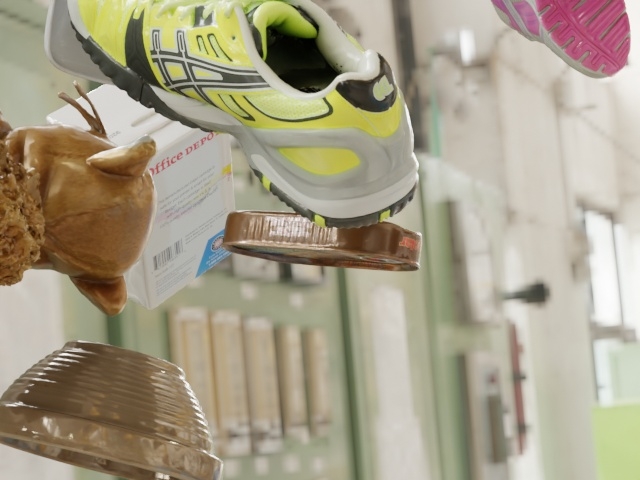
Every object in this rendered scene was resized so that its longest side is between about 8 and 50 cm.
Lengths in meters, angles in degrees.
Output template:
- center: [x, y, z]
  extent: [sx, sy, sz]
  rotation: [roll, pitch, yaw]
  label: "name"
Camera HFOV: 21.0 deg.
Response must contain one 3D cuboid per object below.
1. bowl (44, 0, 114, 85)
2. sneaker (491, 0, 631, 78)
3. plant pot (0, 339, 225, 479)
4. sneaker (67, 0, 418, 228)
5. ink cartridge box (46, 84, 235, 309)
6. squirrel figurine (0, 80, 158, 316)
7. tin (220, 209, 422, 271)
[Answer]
- center: [-0.185, -0.216, 1.591]
  extent: [0.142, 0.142, 0.053]
  rotation: [9, 12, -29]
  label: "bowl"
- center: [0.269, -0.280, 2.022]
  extent: [0.103, 0.252, 0.111]
  rotation: [-33, -21, -10]
  label: "sneaker"
- center: [-0.198, 0.163, 1.652]
  extent: [0.237, 0.109, 0.237]
  rotation: [14, -13, 3]
  label: "plant pot"
- center: [-0.063, -0.166, 1.437]
  extent: [0.385, 0.147, 0.145]
  rotation: [33, 51, 29]
  label: "sneaker"
- center: [-0.227, -0.071, 2.224]
  extent: [0.168, 0.232, 0.171]
  rotation: [28, 47, 32]
  label: "ink cartridge box"
- center: [-0.338, -0.031, 1.574]
  extent: [0.370, 0.281, 0.397]
  rotation: [15, 19, -7]
  label: "squirrel figurine"
- center: [0.000, 0.000, 1.510]
  extent: [0.190, 0.040, 0.106]
  rotation: [4, -4, 33]
  label: "tin"
